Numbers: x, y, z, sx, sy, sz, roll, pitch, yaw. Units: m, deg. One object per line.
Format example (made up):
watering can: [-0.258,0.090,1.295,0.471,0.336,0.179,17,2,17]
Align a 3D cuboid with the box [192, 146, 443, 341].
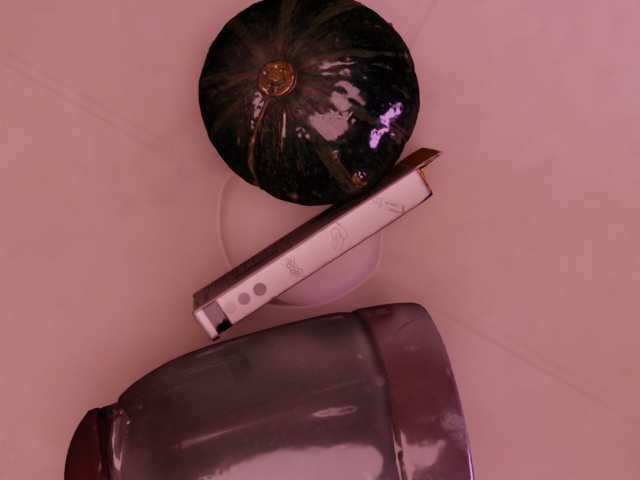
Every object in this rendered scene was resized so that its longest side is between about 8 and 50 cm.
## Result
box: [0.000,0.000,1.276,0.247,0.129,0.033,-33,96,0]

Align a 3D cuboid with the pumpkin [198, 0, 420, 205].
pumpkin: [-0.010,-0.122,1.253,0.190,0.146,0.190,0,87,6]

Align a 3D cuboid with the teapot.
teapot: [-0.051,0.216,1.246,0.312,0.233,0.315,-8,130,-8]
